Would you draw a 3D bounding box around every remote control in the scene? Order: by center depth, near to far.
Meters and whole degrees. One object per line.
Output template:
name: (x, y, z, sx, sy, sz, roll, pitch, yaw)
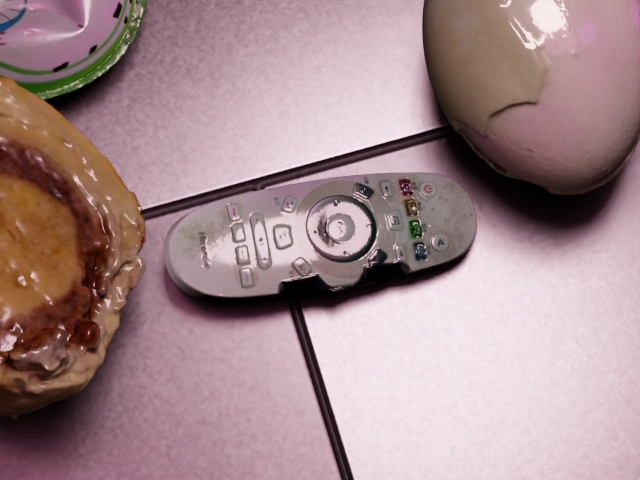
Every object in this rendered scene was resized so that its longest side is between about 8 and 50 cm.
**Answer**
remote control: (0.001, -0.001, 1.516, 0.256, 0.045, 0.097, -7, 74, -6)

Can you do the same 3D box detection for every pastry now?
pastry: (-0.274, 0.013, 1.440, 0.256, 0.170, 0.237, 34, 48, -10)

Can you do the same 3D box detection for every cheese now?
cheese: (-0.233, -0.250, 1.566, 0.203, 0.083, 0.321, 14, 74, 3)

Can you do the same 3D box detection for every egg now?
egg: (0.179, -0.142, 1.492, 0.183, 0.183, 0.217, -24, 80, -8)
